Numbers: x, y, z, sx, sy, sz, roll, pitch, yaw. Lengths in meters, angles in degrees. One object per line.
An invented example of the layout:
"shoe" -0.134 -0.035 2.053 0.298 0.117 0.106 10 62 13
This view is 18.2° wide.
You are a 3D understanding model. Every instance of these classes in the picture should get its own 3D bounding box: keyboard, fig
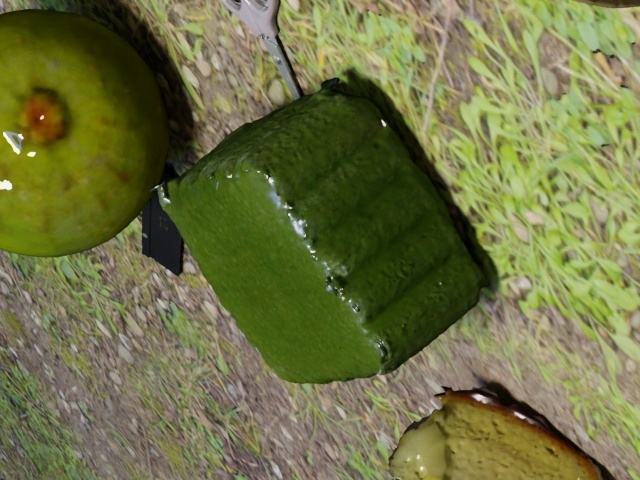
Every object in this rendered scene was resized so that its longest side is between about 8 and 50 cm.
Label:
"keyboard" -0.178 -0.026 2.272 0.060 0.018 0.195 37 152 16
"fig" -0.283 -0.106 2.093 0.258 0.258 0.326 49 176 8

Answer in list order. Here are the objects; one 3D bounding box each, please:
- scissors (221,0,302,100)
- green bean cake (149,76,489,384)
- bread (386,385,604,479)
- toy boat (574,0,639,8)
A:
"scissors" -0.045 -0.181 1.840 0.100 0.015 0.189 13 136 57
"green bean cake" 0.000 0.000 1.826 0.247 0.156 0.250 56 155 -9
"bread" 0.158 0.218 1.857 0.160 0.140 0.169 47 153 -13
"toy boat" 0.189 -0.209 1.197 0.061 0.188 0.116 23 143 62
